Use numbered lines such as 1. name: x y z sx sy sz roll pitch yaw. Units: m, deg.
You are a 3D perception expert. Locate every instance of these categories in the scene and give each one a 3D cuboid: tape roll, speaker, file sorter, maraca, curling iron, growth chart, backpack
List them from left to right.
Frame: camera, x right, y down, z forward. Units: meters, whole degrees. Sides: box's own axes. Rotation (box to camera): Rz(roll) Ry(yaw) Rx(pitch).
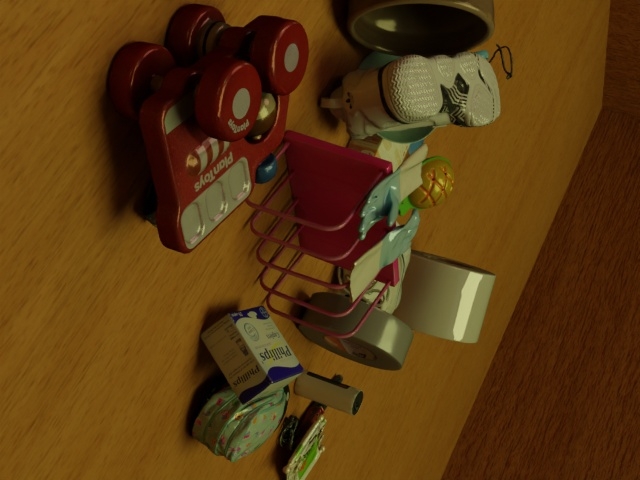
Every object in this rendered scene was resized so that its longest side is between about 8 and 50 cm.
1. backpack: -0.135 0.297 1.723 0.182 0.115 0.152 -15 127 -59
2. growth chart: -0.031 0.458 2.154 0.172 0.021 0.237 -55 163 -26
3. curling iron: -0.011 0.360 2.160 0.274 0.035 0.068 -37 138 -55
4. file sorter: 0.000 0.000 1.726 0.182 0.202 0.291 -52 150 -35
5. speaker: 0.018 0.311 2.060 0.055 0.136 0.055 -46 145 -47
6. tape roll: 0.070 0.180 1.983 0.072 0.219 0.219 -67 157 -18
7. maraca: 0.233 -0.125 2.315 0.185 0.099 0.127 -25 124 -29
8. tape roll: 0.279 0.128 2.399 0.246 0.246 0.169 4 101 -67

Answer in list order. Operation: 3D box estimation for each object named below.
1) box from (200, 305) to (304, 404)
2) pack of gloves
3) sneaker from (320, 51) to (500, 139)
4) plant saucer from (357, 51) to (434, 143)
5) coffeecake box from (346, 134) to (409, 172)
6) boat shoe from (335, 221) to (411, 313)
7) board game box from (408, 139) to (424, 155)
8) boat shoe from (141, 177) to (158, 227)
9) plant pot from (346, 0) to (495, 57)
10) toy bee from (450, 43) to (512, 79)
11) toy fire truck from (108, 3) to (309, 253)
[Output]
1. box: -0.111 0.187 1.665 0.072 0.137 0.126 -38 168 21
2. pack of gloves: 0.128 -0.025 1.675 0.232 0.046 0.195 -41 142 -44
3. sneaker: 0.170 -0.266 1.859 0.366 0.210 0.137 -8 92 -50
4. plant saucer: 0.145 -0.278 1.955 0.037 0.195 0.195 -21 -140 64
5. coffeecake box: 0.126 -0.206 2.037 0.185 0.068 0.142 -65 156 -19
6. boat shoe: 0.091 0.088 2.108 0.156 0.136 0.367 -55 162 -30
7. board game box: 0.204 -0.268 2.225 0.133 0.033 0.169 64 41 -53
8. boat shoe: -0.199 -0.091 1.382 0.049 0.056 0.152 39 69 -71
9. plant pot: 0.182 -0.475 1.791 0.263 0.263 0.229 31 61 -67
10. toy bee: 0.312 -0.378 2.274 0.298 0.162 0.195 86 -11 -69
11. toy fire truck: -0.130 -0.158 1.332 0.302 0.169 0.254 -48 144 -44
